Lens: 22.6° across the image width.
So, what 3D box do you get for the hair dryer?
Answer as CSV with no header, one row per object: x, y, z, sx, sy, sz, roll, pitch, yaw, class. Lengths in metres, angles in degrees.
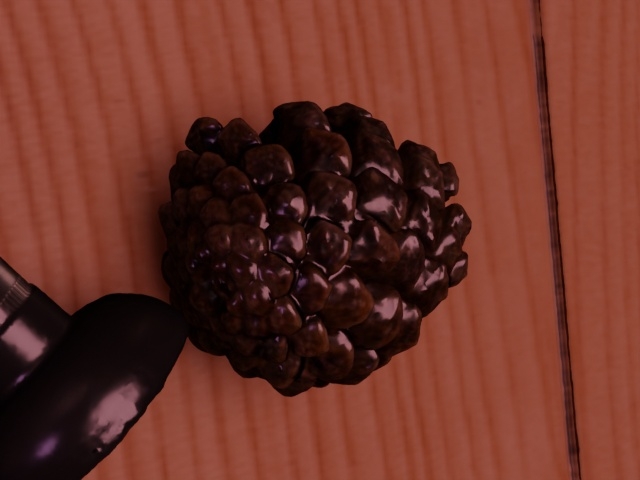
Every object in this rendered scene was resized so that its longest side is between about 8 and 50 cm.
-0.286,0.075,0.928,0.320,0.156,0.284,35,93,-13,hair dryer

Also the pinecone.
-0.001,-0.003,1.029,0.204,0.179,0.184,-30,144,-34,pinecone
